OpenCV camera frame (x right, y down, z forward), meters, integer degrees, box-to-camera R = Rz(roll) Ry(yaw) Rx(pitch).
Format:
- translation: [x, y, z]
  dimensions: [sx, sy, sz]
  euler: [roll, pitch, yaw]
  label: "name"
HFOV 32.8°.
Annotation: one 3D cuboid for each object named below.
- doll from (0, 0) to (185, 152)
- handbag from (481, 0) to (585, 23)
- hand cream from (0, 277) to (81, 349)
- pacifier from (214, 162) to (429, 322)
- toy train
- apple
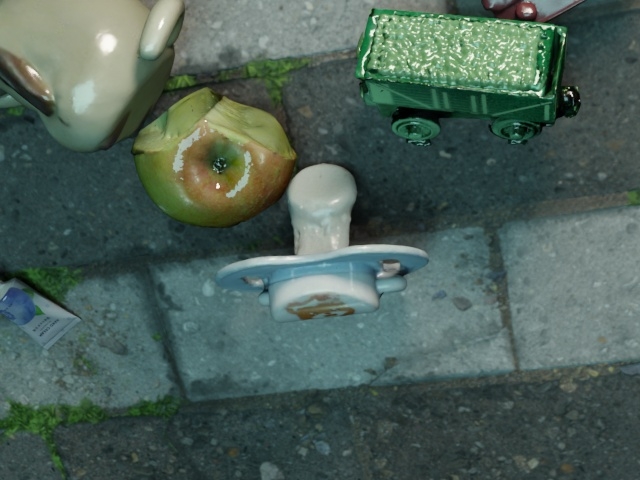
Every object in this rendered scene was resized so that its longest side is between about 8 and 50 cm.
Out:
- translation: [-0.350, -0.239, 1.349]
  dimensions: [0.370, 0.215, 0.226]
  euler: [16, 117, 7]
  label: "doll"
- translation: [0.251, -0.362, 1.246]
  dimensions: [0.216, 0.074, 0.203]
  euler: [-27, 106, 22]
  label: "handbag"
- translation: [-0.437, 0.102, 1.620]
  dimensions: [0.084, 0.053, 0.142]
  euler: [-38, 113, 23]
  label: "hand cream"
- translation: [0.000, 0.000, 1.432]
  dimensions: [0.279, 0.227, 0.207]
  euler: [-7, 81, 8]
  label: "pacifier"
- translation: [0.173, -0.184, 1.294]
  dimensions: [0.269, 0.154, 0.115]
  euler: [9, 72, 14]
  label: "toy train"
- translation: [-0.136, -0.098, 1.378]
  dimensions: [0.207, 0.188, 0.174]
  euler: [9, 116, -5]
  label: "apple"
